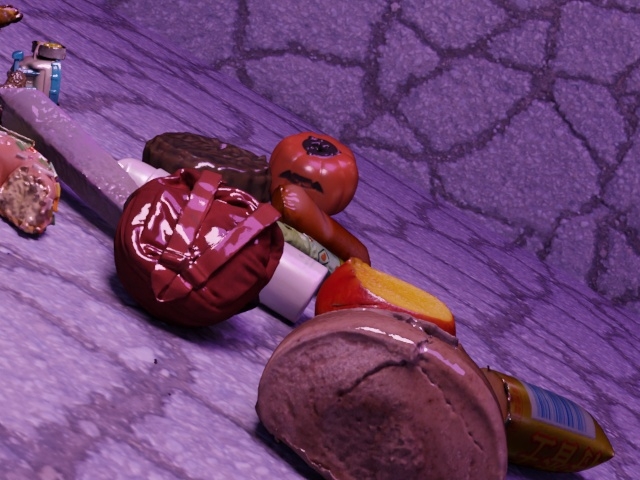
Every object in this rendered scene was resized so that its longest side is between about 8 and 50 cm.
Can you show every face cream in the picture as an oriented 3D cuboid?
[{"bbox_3d":[-0.158,-0.007,1.681,0.346,0.102,0.102,32,13,4],"label":"face cream"}]

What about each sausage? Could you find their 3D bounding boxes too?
[{"bbox_3d":[0.000,0.000,1.923,0.300,0.083,0.089,41,38,-50],"label":"sausage"},{"bbox_3d":[0.318,0.278,1.650,0.317,0.125,0.117,25,58,-38],"label":"sausage"}]

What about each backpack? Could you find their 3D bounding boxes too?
[{"bbox_3d":[-0.161,0.014,1.453,0.229,0.139,0.229,20,48,-24],"label":"backpack"}]

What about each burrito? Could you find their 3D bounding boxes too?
[{"bbox_3d":[-0.045,0.030,1.829,0.288,0.104,0.054,36,46,-51],"label":"burrito"}]

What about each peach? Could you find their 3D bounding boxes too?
[{"bbox_3d":[0.089,0.114,1.546,0.190,0.192,0.190,-11,9,2],"label":"peach"}]

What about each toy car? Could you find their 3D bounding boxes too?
[{"bbox_3d":[-0.502,-0.290,1.966,0.098,0.126,0.161,2,20,-30],"label":"toy car"}]

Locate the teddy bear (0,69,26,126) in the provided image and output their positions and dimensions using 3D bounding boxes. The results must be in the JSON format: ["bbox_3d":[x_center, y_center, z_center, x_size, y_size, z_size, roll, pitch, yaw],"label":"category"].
[{"bbox_3d":[-0.490,-0.193,1.722,0.119,0.078,0.160,52,29,-5],"label":"teddy bear"}]

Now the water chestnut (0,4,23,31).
[{"bbox_3d":[-0.574,-0.333,1.721,0.238,0.223,0.224,-20,40,-25],"label":"water chestnut"}]

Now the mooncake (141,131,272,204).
[{"bbox_3d":[-0.185,-0.099,1.842,0.228,0.124,0.228,13,19,-4],"label":"mooncake"}]

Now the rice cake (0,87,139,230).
[{"bbox_3d":[-0.316,-0.086,1.617,0.399,0.064,0.070,41,45,18],"label":"rice cake"}]

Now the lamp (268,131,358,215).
[{"bbox_3d":[-0.018,-0.125,2.318,0.188,0.163,0.187,13,34,-9],"label":"lamp"}]

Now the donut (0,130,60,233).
[{"bbox_3d":[-0.440,-0.101,1.441,0.233,0.085,0.199,23,14,-37],"label":"donut"}]

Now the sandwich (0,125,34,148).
[{"bbox_3d":[-0.458,-0.110,1.608,0.074,0.074,0.116,27,-19,-15],"label":"sandwich"}]

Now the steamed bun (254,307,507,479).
[{"bbox_3d":[0.087,0.176,1.308,0.301,0.199,0.251,31,12,7],"label":"steamed bun"}]
